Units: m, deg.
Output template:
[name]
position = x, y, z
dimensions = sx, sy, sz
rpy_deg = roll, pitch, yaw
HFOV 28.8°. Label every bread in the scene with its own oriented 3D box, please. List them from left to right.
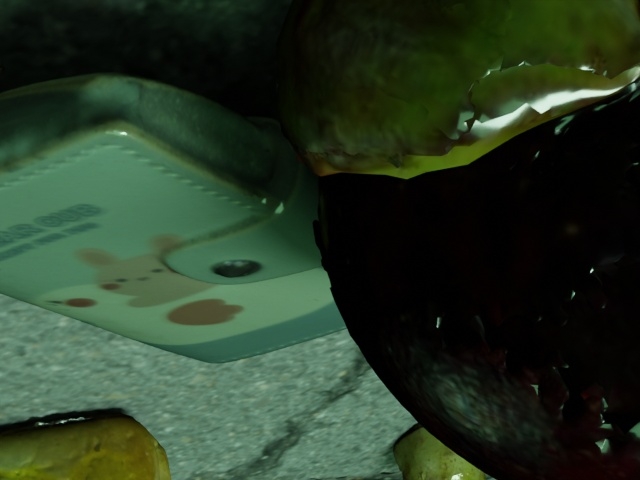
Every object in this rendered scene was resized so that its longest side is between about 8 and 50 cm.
[bread]
position = -0.297, 0.297, 1.084
dimensions = 0.337, 0.148, 0.328
rpy_deg = -4, 145, -28

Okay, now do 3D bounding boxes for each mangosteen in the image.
[mangosteen]
position = 0.170, -0.054, 0.611
dimensions = 0.381, 0.381, 0.421
rpy_deg = -26, 144, 5

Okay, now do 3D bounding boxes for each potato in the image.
[potato]
position = 0.140, 0.244, 1.337
dimensions = 0.096, 0.103, 0.066
rpy_deg = -18, 153, -12

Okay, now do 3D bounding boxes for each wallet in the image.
[wallet]
position = -0.096, -0.006, 0.773
dimensions = 0.252, 0.083, 0.360
rpy_deg = -17, 155, 28

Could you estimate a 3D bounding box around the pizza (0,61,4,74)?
[pizza]
position = -0.224, -0.101, 0.623
dimensions = 0.100, 0.029, 0.099
rpy_deg = -24, 142, -3
